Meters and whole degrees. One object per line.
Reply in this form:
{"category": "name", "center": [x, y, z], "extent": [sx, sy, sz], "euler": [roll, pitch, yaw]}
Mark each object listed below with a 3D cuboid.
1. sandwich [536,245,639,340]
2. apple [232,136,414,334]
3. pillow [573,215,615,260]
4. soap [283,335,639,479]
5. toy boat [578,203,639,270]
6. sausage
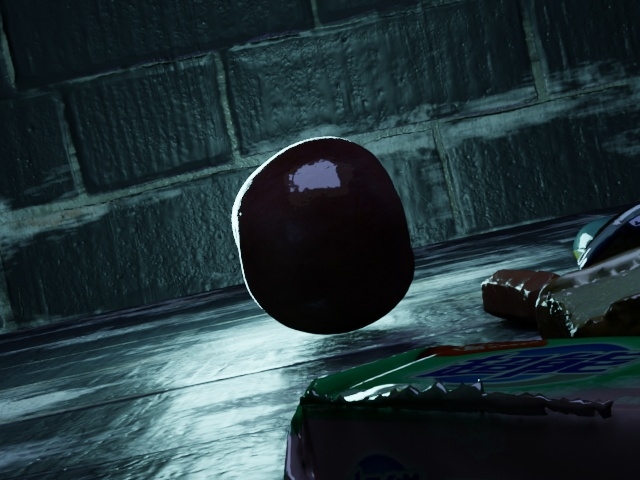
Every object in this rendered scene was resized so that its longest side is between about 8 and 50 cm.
{"category": "sandwich", "center": [0.303, 0.046, 0.861], "extent": [0.226, 0.087, 0.251], "euler": [-27, 1, 4]}
{"category": "apple", "center": [0.000, 0.000, 1.447], "extent": [0.235, 0.305, 0.306], "euler": [-19, 3, -3]}
{"category": "pillow", "center": [0.463, 0.000, 1.387], "extent": [0.233, 0.086, 0.214], "euler": [-9, -2, 17]}
{"category": "soap", "center": [0.140, 0.099, 0.475], "extent": [0.273, 0.098, 0.218], "euler": [-7, -1, 44]}
{"category": "toy boat", "center": [0.422, 0.011, 1.164], "extent": [0.262, 0.114, 0.115], "euler": [-10, 34, 16]}
{"category": "sausage", "center": [0.242, 0.064, 1.168], "extent": [0.065, 0.065, 0.169], "euler": [-13, 3, -14]}
